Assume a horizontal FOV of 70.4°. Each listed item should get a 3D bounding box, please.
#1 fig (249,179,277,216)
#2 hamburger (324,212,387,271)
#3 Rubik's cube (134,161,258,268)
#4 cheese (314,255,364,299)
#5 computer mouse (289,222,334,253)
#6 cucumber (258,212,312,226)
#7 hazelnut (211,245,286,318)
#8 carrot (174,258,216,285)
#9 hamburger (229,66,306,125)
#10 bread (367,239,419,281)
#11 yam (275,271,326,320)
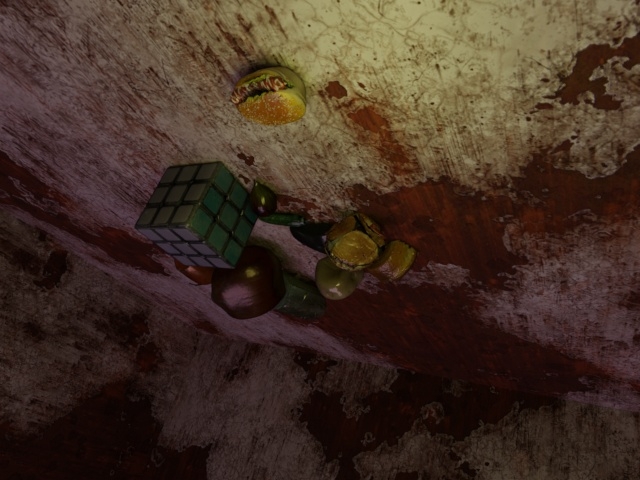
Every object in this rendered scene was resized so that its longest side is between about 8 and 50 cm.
[{"bbox_3d":[-0.221,-0.163,1.704,0.109,0.103,0.154,-128,18,-67],"label":"fig"},{"bbox_3d":[0.128,0.013,1.660,0.231,0.231,0.107,15,154,7],"label":"hamburger"},{"bbox_3d":[-0.465,-0.091,1.760,0.304,0.305,0.301,0,148,31],"label":"Rubik's cube"},{"bbox_3d":[0.080,0.147,1.977,0.218,0.235,0.117,-28,130,2],"label":"cheese"},{"bbox_3d":[-0.001,0.005,1.878,0.295,0.087,0.168,2,152,35],"label":"computer mouse"},{"bbox_3d":[-0.145,-0.083,1.843,0.250,0.056,0.056,8,151,27],"label":"cucumber"},{"bbox_3d":[-0.343,0.199,2.190,0.366,0.366,0.366,15,153,8],"label":"hazelnut"},{"bbox_3d":[-0.628,0.137,2.411,0.193,0.214,0.331,-4,149,41],"label":"carrot"},{"bbox_3d":[-0.137,-0.377,1.211,0.210,0.116,0.173,-3,149,37],"label":"hamburger"},{"bbox_3d":[0.270,0.093,1.827,0.143,0.139,0.229,37,148,-16],"label":"bread"},{"bbox_3d":[-0.116,0.313,2.423,0.271,0.201,0.202,18,-164,-30],"label":"yam"}]
